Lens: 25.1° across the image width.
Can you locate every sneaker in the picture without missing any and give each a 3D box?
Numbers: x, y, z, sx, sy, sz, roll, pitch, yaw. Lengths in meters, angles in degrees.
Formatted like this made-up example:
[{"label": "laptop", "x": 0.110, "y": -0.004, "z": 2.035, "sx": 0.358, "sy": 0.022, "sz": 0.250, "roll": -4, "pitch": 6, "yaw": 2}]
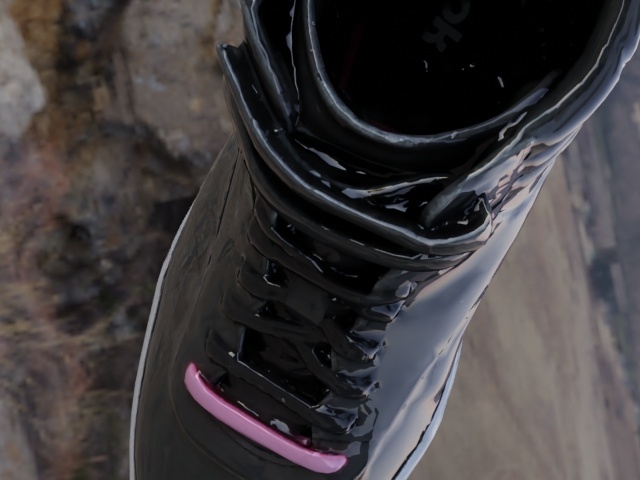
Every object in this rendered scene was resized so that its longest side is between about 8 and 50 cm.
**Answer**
[{"label": "sneaker", "x": 0.000, "y": 0.000, "z": 0.390, "sx": 0.296, "sy": 0.104, "sz": 0.147, "roll": -64, "pitch": 172, "yaw": 17}]
